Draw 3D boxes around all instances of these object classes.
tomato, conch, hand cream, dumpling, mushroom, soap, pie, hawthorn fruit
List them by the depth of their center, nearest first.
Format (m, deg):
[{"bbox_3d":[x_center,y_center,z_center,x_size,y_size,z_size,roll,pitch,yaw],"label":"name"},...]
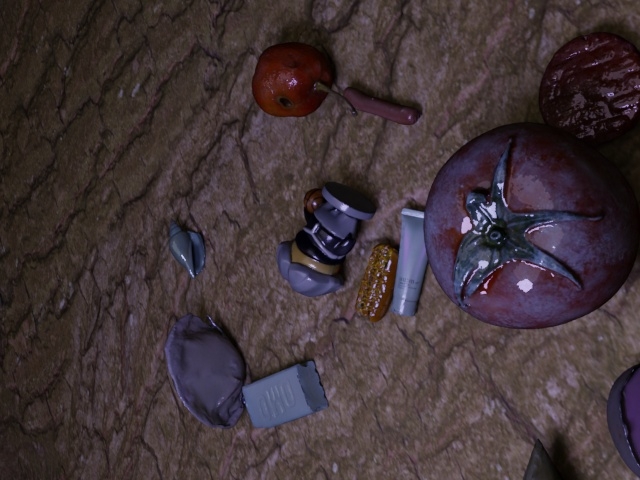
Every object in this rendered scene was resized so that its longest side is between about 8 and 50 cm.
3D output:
[{"bbox_3d":[0.491,0.273,1.010,0.117,0.141,0.188,133,127,-72],"label":"mushroom"},{"bbox_3d":[0.311,-0.021,1.045,0.317,0.283,0.316,3,95,38],"label":"tomato"},{"bbox_3d":[0.432,-0.238,1.087,0.182,0.050,0.182,-1,89,42],"label":"pie"},{"bbox_3d":[0.177,0.044,1.323,0.078,0.050,0.204,12,97,21],"label":"hand cream"},{"bbox_3d":[-0.017,-0.322,1.413,0.286,0.165,0.165,20,104,41],"label":"hawthorn fruit"},{"bbox_3d":[-0.084,0.354,1.553,0.198,0.063,0.114,-31,73,38],"label":"soap"},{"bbox_3d":[-0.293,0.322,1.648,0.163,0.205,0.292,-33,79,50],"label":"dumpling"},{"bbox_3d":[-0.347,0.014,1.787,0.180,0.088,0.065,62,170,14],"label":"conch"}]

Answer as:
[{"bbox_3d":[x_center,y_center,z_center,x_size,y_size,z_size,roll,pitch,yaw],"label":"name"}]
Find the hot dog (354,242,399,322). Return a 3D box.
[{"bbox_3d":[0.117,0.083,1.378,0.071,0.045,0.165,29,110,38],"label":"hot dog"}]

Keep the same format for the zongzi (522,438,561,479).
[{"bbox_3d":[0.430,0.557,1.043,0.356,0.174,0.392,20,98,35],"label":"zongzi"}]

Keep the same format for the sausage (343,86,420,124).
[{"bbox_3d":[0.119,-0.266,1.367,0.186,0.043,0.043,28,109,37],"label":"sausage"}]

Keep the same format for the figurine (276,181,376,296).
[{"bbox_3d":[0.000,0.000,1.425,0.176,0.133,0.236,47,118,41],"label":"figurine"}]
